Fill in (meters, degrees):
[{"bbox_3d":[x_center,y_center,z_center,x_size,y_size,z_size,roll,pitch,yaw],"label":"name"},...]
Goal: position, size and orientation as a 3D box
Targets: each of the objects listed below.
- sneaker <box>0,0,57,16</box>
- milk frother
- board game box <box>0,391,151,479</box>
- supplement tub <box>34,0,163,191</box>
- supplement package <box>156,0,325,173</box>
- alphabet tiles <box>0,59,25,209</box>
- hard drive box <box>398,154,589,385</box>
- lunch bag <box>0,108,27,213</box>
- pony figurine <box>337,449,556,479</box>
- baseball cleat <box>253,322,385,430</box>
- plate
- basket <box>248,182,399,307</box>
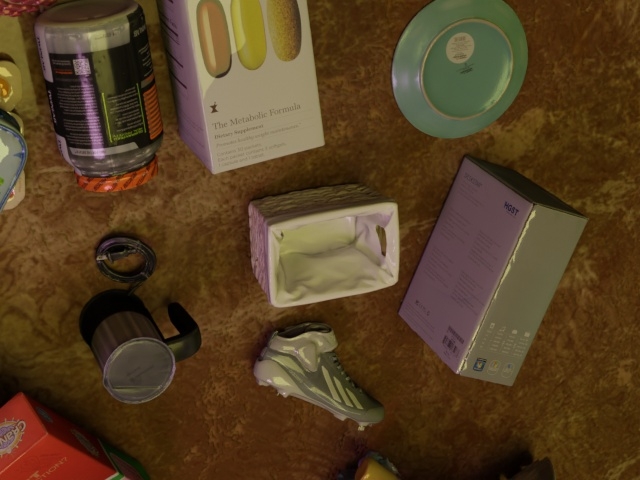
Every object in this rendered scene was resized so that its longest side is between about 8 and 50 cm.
[{"bbox_3d":[-0.267,-0.326,1.327,0.299,0.121,0.112,-31,83,4],"label":"sneaker"},{"bbox_3d":[-0.220,0.087,1.501,0.129,0.135,0.143,-34,121,-7],"label":"milk frother"},{"bbox_3d":[-0.348,0.317,1.503,0.242,0.064,0.316,-41,152,-2],"label":"board game box"},{"bbox_3d":[-0.233,-0.156,1.400,0.117,0.117,0.190,-14,116,-17],"label":"supplement tub"},{"bbox_3d":[-0.093,-0.219,1.422,0.139,0.134,0.244,-16,117,-16],"label":"supplement package"},{"bbox_3d":[-0.456,-0.107,1.383,0.277,0.021,0.284,-5,114,-20],"label":"alphabet tiles"},{"bbox_3d":[0.210,0.035,1.635,0.089,0.181,0.232,14,107,-28],"label":"hard drive box"},{"bbox_3d":[-0.422,-0.088,1.340,0.219,0.090,0.176,22,103,-29],"label":"lunch bag"},{"bbox_3d":[0.184,0.416,1.732,0.363,0.351,0.303,29,96,-11],"label":"pony figurine"},{"bbox_3d":[0.015,0.170,1.676,0.205,0.072,0.109,23,95,-33],"label":"baseball cleat"},{"bbox_3d":[0.176,-0.212,1.604,0.188,0.024,0.188,-9,116,-19],"label":"plate"},{"bbox_3d":[0.000,0.000,1.575,0.167,0.103,0.113,-10,115,-19],"label":"basket"}]
